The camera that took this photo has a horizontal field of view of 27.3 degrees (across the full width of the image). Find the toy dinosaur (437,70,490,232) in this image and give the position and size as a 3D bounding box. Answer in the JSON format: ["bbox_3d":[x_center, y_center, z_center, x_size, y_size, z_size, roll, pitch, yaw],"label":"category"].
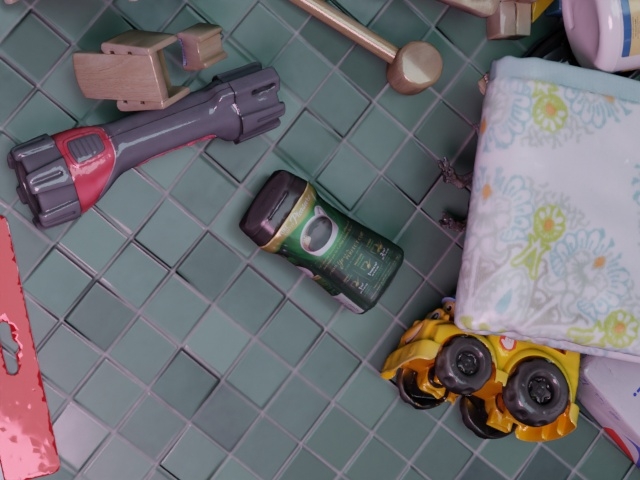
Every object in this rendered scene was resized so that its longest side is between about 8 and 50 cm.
[{"bbox_3d":[0.203,-0.064,1.598,0.118,0.064,0.268,-14,107,-14],"label":"toy dinosaur"}]

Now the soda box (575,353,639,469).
[{"bbox_3d":[0.424,0.229,1.658,0.098,0.091,0.286,-46,102,-14],"label":"soda box"}]

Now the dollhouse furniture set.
[{"bbox_3d":[-0.189,-0.337,1.496,0.303,0.198,0.286,-39,126,-45],"label":"dollhouse furniture set"}]

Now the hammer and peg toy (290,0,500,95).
[{"bbox_3d":[0.107,-0.373,1.552,0.266,0.127,0.361,19,83,-16],"label":"hammer and peg toy"}]

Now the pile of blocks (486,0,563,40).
[{"bbox_3d":[0.350,-0.378,1.636,0.149,0.112,0.362,40,79,-12],"label":"pile of blocks"}]

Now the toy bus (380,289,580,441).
[{"bbox_3d":[0.208,0.114,1.576,0.220,0.149,0.211,23,69,-13],"label":"toy bus"}]

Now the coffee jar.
[{"bbox_3d":[0.000,0.000,1.538,0.184,0.079,0.096,36,82,-14],"label":"coffee jar"}]

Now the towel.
[{"bbox_3d":[0.350,-0.024,1.524,0.374,0.090,0.320,11,77,-14],"label":"towel"}]

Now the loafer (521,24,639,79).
[{"bbox_3d":[0.352,-0.234,1.642,0.302,0.095,0.109,-36,100,-15],"label":"loafer"}]

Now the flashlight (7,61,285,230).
[{"bbox_3d":[-0.191,-0.108,1.477,0.304,0.103,0.103,-23,118,-21],"label":"flashlight"}]

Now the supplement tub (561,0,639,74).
[{"bbox_3d":[0.398,-0.279,1.544,0.200,0.144,0.144,-11,92,-8],"label":"supplement tub"}]

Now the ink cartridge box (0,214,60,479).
[{"bbox_3d":[-0.427,0.138,1.378,0.272,0.130,0.309,-13,92,-18],"label":"ink cartridge box"}]
